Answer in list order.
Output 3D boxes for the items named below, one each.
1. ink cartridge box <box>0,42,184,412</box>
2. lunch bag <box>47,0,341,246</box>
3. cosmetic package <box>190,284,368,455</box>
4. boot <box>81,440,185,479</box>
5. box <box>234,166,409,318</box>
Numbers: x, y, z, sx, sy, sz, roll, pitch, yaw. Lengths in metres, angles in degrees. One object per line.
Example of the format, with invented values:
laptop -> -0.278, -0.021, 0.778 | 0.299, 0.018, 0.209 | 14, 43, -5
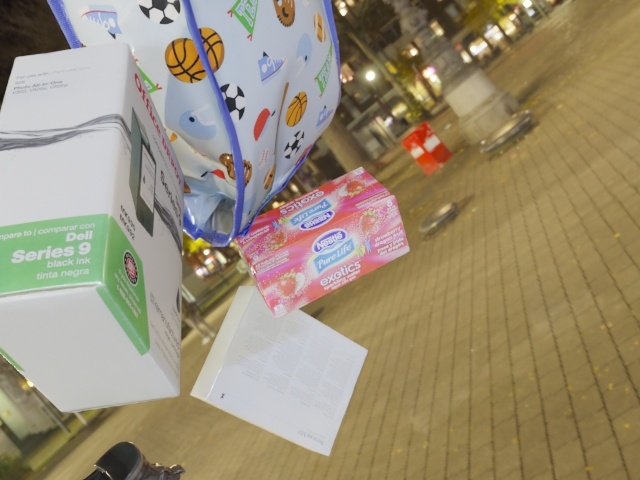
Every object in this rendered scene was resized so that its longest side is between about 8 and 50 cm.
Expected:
ink cartridge box -> -0.216, -0.016, 0.639 | 0.121, 0.289, 0.211 | -9, -36, 1
lunch bag -> -0.128, -0.230, 0.896 | 0.239, 0.385, 0.328 | 5, 43, 30
cosmetic package -> -0.088, 0.318, 1.614 | 0.097, 0.377, 0.284 | -9, 53, 53
boot -> -0.379, 0.489, 1.210 | 0.263, 0.091, 0.229 | -38, -31, -16
box -> 0.000, 0.000, 1.100 | 0.257, 0.123, 0.128 | -26, 35, -9
